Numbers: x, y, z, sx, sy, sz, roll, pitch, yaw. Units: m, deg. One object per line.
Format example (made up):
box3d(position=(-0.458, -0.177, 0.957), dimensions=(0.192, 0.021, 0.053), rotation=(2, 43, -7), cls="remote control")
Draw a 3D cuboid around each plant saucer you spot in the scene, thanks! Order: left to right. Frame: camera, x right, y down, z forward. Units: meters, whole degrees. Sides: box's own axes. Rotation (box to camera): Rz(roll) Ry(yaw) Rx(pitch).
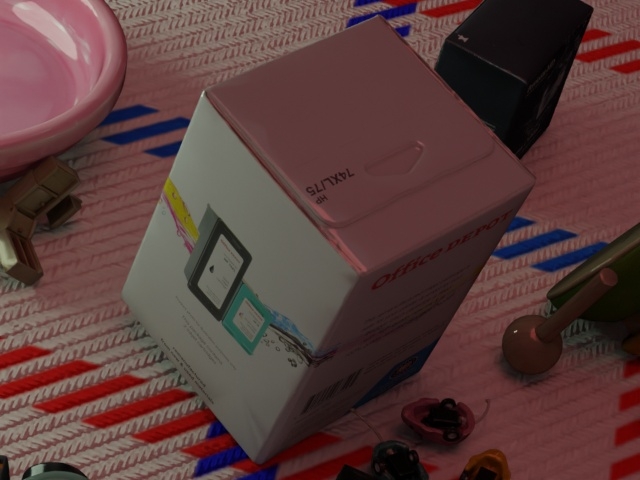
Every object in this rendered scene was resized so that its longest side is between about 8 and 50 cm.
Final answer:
box3d(position=(-0.342, -0.153, 1.765), dimensions=(0.332, 0.084, 0.332), rotation=(5, 40, -5), cls="plant saucer")

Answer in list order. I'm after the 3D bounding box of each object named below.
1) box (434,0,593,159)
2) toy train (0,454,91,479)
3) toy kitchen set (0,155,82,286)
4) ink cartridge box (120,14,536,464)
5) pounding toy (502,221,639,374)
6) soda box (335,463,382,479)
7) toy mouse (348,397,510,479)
box3d(position=(0.170, -0.148, 1.869), dimensions=(0.093, 0.158, 0.156), rotation=(29, 45, 14), cls="box")
box3d(position=(-0.247, 0.282, 1.328), dimensions=(0.190, 0.142, 0.334), rotation=(4, 43, 1), cls="toy train")
box3d(position=(-0.230, -0.011, 1.682), dimensions=(0.068, 0.083, 0.075), rotation=(34, 22, -49), cls="toy kitchen set")
box3d(position=(0.000, 0.000, 1.564), dimensions=(0.198, 0.270, 0.197), rotation=(-27, 67, -36), cls="ink cartridge box")
box3d(position=(0.288, 0.052, 1.716), dimensions=(0.237, 0.183, 0.110), rotation=(-34, 88, -39), cls="pounding toy")
box3d(position=(0.079, 0.240, 1.512), dimensions=(0.169, 0.060, 0.053), rotation=(24, 43, 9), cls="soda box")
box3d(position=(0.086, 0.175, 1.602), dimensions=(0.143, 0.031, 0.161), rotation=(21, 43, 5), cls="toy mouse")
